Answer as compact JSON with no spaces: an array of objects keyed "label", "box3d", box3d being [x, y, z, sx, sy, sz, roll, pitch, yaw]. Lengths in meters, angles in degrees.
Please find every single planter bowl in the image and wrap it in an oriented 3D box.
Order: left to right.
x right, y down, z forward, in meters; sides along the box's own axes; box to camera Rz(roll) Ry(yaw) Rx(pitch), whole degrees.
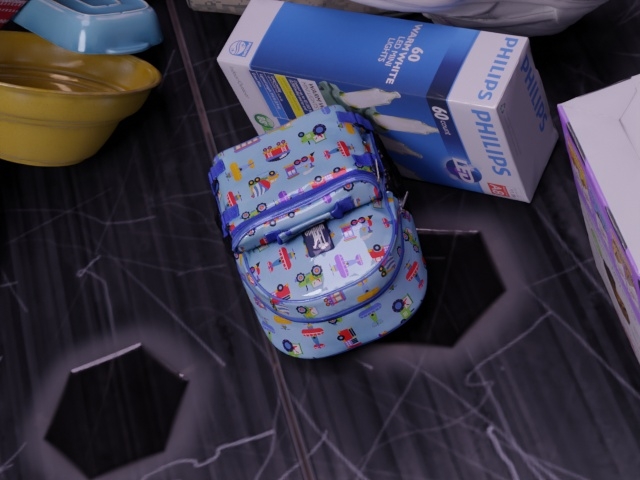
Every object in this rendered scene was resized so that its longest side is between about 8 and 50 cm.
[{"label":"planter bowl","box3d":[-0.260,-0.125,1.391,0.217,0.090,0.217,9,19,-3]}]

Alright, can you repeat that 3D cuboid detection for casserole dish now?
[{"label":"casserole dish","box3d":[-0.234,-0.228,1.484,0.114,0.037,0.188,-15,32,-37]}]

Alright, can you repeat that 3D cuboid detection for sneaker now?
[{"label":"sneaker","box3d":[0.104,-0.213,1.257,0.305,0.152,0.114,4,68,-21]}]

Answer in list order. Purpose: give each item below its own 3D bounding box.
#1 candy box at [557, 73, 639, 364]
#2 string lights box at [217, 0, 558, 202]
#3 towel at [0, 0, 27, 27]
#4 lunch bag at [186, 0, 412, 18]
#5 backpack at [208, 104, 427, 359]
[{"label":"candy box","box3d":[0.237,0.011,1.053,0.070,0.196,0.165,-20,50,4]},{"label":"string lights box","box3d":[0.057,-0.121,1.264,0.260,0.133,0.077,13,63,29]},{"label":"towel","box3d":[-0.371,-0.205,1.401,0.275,0.199,0.031,-38,77,28]},{"label":"lunch bag","box3d":[0.018,-0.360,1.432,0.256,0.212,0.305,11,58,8]},{"label":"backpack","box3d":[0.000,0.000,1.207,0.158,0.117,0.173,-20,52,6]}]
